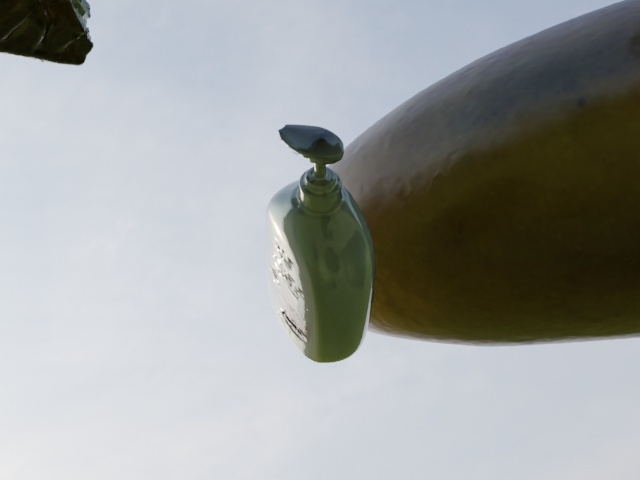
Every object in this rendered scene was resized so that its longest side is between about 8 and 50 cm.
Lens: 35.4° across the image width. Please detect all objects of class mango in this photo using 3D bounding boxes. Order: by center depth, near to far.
[{"bbox_3d":[0.179,-0.035,0.736,0.445,0.232,0.300,-15,-4,30],"label":"mango"}]

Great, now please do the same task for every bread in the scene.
[{"bbox_3d":[-0.154,-0.116,0.465,0.066,0.060,0.110,-5,-4,39],"label":"bread"}]

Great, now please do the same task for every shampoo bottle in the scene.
[{"bbox_3d":[0.000,0.000,0.522,0.045,0.077,0.152,-22,-32,-20],"label":"shampoo bottle"}]
